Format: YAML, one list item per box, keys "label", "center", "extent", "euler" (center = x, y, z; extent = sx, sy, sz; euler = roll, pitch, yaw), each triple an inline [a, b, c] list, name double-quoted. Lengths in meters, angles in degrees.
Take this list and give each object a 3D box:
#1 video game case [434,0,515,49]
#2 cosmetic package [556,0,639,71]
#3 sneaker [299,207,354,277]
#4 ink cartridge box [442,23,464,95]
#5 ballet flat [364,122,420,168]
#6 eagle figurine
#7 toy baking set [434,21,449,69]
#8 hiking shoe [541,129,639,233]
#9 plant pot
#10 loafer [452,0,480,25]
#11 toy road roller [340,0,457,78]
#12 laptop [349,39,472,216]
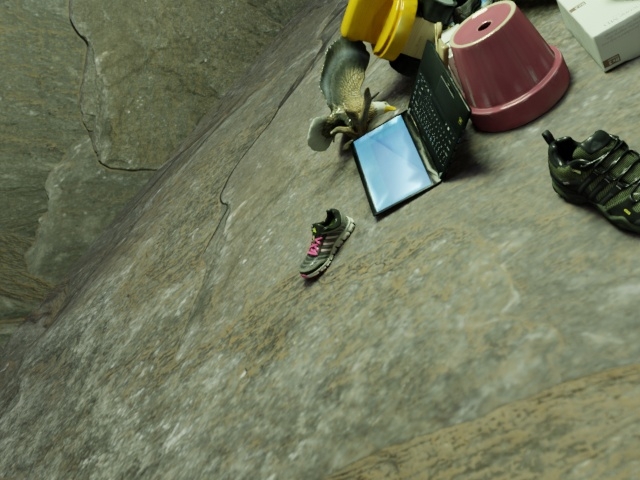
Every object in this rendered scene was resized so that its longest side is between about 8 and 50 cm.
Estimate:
- label: "video game case"
  center: [0.364, -0.619, 1.375]
  extent: [0.244, 0.061, 0.269]
  euler: [-42, 31, 5]
- label: "cosmetic package"
  center: [0.538, -0.423, 0.914]
  extent: [0.117, 0.085, 0.231]
  euler: [-27, 34, 25]
- label: "sneaker"
  center: [0.000, 0.000, 1.041]
  extent: [0.170, 0.075, 0.063]
  euler: [-53, 32, -13]
- label: "ink cartridge box"
  center: [0.327, -0.408, 1.122]
  extent: [0.060, 0.104, 0.180]
  euler: [-26, 36, 23]
- label: "ballet flat"
  center: [0.170, -0.209, 1.119]
  extent: [0.173, 0.049, 0.057]
  euler: [-50, 31, -9]
- label: "eagle figurine"
  center: [0.083, -0.351, 1.263]
  extent: [0.226, 0.225, 0.299]
  euler: [-49, 36, 33]
- label: "toy baking set"
  center: [0.266, -0.351, 1.066]
  extent: [0.030, 0.256, 0.197]
  euler: [-2, 65, 9]
- label: "hiking shoe"
  center: [0.389, -0.087, 0.653]
  extent: [0.086, 0.114, 0.227]
  euler: [-46, 31, -3]
- label: "plant pot"
  center: [0.348, -0.344, 0.946]
  extent: [0.201, 0.180, 0.201]
  euler: [-30, 33, 22]
- label: "loafer"
  center: [0.366, -0.606, 1.241]
  extent: [0.062, 0.061, 0.170]
  euler: [-14, 47, 35]
- label: "toy road roller"
  center: [0.176, -0.591, 1.248]
  extent: [0.203, 0.240, 0.330]
  euler: [116, 157, -43]
- label: "laptop"
  center: [0.166, -0.226, 0.996]
  extent: [0.136, 0.265, 0.235]
  euler: [-6, 53, -11]
